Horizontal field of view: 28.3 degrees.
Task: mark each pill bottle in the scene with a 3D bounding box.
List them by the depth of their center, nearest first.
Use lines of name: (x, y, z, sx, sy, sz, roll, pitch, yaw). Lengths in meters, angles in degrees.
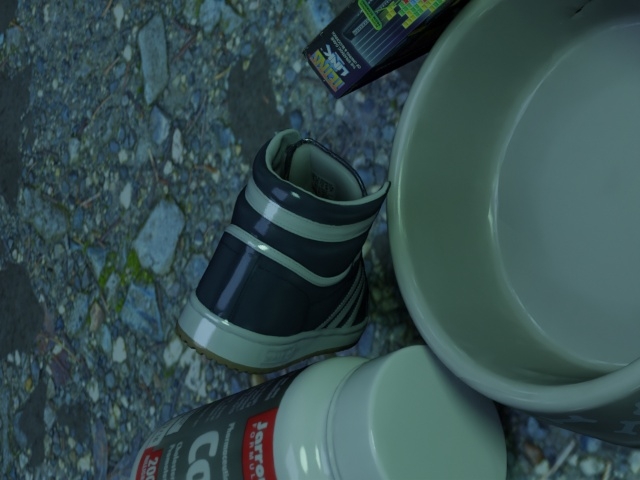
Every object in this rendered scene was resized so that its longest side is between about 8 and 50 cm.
pill bottle: (-0.008, 0.180, 0.976, 0.283, 0.161, 0.161, -27, 64, 44)

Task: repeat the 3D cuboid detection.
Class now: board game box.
board game box: (0.083, -0.181, 0.934, 0.048, 0.170, 0.141, 52, 129, 3)

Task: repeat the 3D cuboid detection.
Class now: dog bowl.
dog bowl: (0.182, -0.038, 0.843, 0.349, 0.102, 0.348, -11, 76, 48)

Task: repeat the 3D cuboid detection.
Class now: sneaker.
sneaker: (0.000, 0.000, 0.943, 0.099, 0.282, 0.153, 28, 103, 13)
